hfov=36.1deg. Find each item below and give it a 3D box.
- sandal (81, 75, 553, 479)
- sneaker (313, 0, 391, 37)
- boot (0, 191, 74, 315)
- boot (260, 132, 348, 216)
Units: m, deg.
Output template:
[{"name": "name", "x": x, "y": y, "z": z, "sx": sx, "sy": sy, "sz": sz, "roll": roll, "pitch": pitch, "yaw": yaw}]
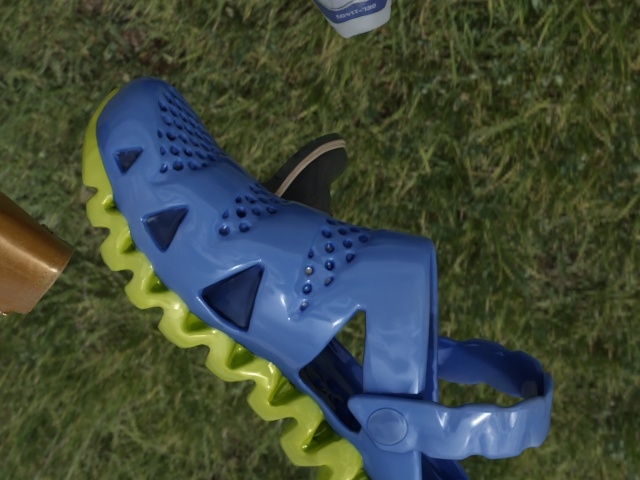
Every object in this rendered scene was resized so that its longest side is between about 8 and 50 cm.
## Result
[{"name": "sandal", "x": 0.007, "y": 0.035, "z": 0.521, "sx": 0.138, "sy": 0.126, "sz": 0.317, "roll": -36, "pitch": 102, "yaw": 21}, {"name": "sneaker", "x": 0.002, "y": -0.290, "z": 0.885, "sx": 0.112, "sy": 0.296, "sz": 0.131, "roll": -15, "pitch": 131, "yaw": 11}, {"name": "boot", "x": -0.252, "y": -0.041, "z": 0.619, "sx": 0.211, "sy": 0.104, "sz": 0.295, "roll": 33, "pitch": 162, "yaw": -8}, {"name": "boot", "x": 0.000, "y": 0.000, "z": 0.840, "sx": 0.137, "sy": 0.198, "sz": 0.077, "roll": 43, "pitch": 136, "yaw": 1}]
